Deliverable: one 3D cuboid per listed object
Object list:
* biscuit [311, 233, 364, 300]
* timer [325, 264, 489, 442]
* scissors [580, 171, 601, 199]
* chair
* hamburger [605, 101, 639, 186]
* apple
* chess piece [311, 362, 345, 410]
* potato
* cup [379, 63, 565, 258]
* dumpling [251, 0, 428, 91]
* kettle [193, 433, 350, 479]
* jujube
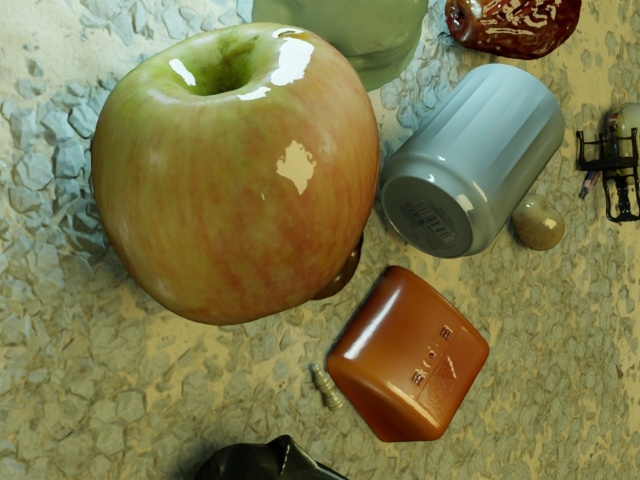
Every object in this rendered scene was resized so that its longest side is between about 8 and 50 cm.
[{"bbox_3d":[0.000,0.000,1.454,0.212,0.036,0.212,-5,97,-42],"label":"biscuit"},{"bbox_3d":[0.156,0.212,1.571,0.250,0.161,0.257,46,62,-18],"label":"timer"},{"bbox_3d":[0.664,-0.145,2.077,0.039,0.012,0.113,49,61,-33],"label":"scissors"},{"bbox_3d":[0.699,-0.156,2.026,0.113,0.106,0.229,-4,89,-38],"label":"chair"},{"bbox_3d":[0.785,-0.241,2.123,0.173,0.116,0.210,-27,107,-47],"label":"hamburger"},{"bbox_3d":[-0.108,-0.082,1.126,0.391,0.391,0.347,-40,132,-34],"label":"apple"},{"bbox_3d":[0.010,0.254,1.484,0.035,0.035,0.092,-42,116,-33],"label":"chess piece"},{"bbox_3d":[0.477,-0.038,1.851,0.147,0.112,0.112,47,62,-27],"label":"potato"},{"bbox_3d":[0.278,-0.117,1.599,0.327,0.236,0.323,-49,153,-30],"label":"cup"},{"bbox_3d":[0.041,-0.376,1.372,0.320,0.270,0.212,23,48,-17],"label":"dumpling"},{"bbox_3d":[-0.092,0.462,1.306,0.321,0.228,0.324,-45,121,6],"label":"kettle"},{"bbox_3d":[0.388,-0.455,1.689,0.290,0.197,0.197,-12,102,-27],"label":"jujube"}]
